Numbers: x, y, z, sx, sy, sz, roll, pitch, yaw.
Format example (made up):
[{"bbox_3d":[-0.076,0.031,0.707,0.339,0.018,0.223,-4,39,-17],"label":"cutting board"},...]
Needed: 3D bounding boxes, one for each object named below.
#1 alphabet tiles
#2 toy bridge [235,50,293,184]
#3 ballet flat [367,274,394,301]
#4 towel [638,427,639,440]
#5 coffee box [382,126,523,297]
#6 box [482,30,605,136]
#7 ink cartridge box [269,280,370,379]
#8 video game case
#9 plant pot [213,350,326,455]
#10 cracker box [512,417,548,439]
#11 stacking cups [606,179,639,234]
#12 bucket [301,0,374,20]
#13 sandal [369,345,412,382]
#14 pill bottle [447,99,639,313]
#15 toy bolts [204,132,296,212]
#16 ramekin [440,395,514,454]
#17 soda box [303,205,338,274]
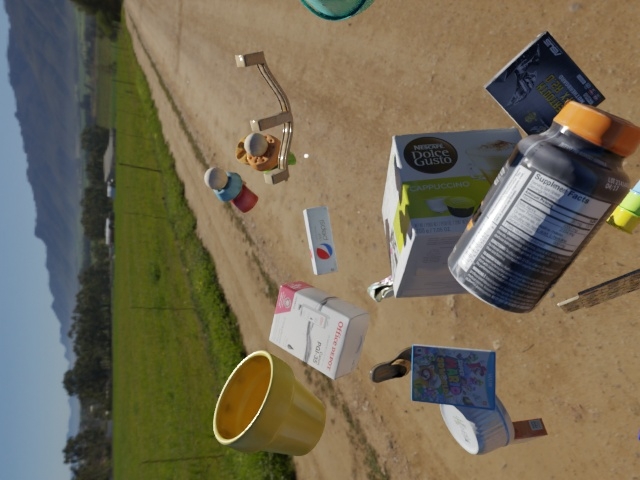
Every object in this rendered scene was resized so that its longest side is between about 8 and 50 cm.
[{"bbox_3d":[0.849,0.145,1.172,0.285,0.343,0.011,-30,60,25],"label":"alphabet tiles"},{"bbox_3d":[-0.070,-0.175,0.589,0.026,0.063,0.188,18,129,44],"label":"toy bridge"},{"bbox_3d":[0.247,0.196,1.570,0.221,0.077,0.079,-40,22,51],"label":"ballet flat"},{"bbox_3d":[0.816,0.334,0.807,0.228,0.308,0.076,22,139,40],"label":"towel"},{"bbox_3d":[0.369,-0.070,1.116,0.338,0.338,0.334,85,-179,-56],"label":"coffee box"},{"bbox_3d":[0.572,-0.384,1.045,0.183,0.231,0.056,-42,9,26],"label":"box"},{"bbox_3d":[-0.008,0.275,1.284,0.283,0.117,0.207,20,103,34],"label":"ink cartridge box"},{"bbox_3d":[0.276,0.284,0.845,0.015,0.167,0.119,16,-104,-74],"label":"video game case"},{"bbox_3d":[-0.123,0.471,1.117,0.254,0.239,0.254,-40,28,26],"label":"plant pot"},{"bbox_3d":[0.777,0.773,1.619,0.232,0.156,0.067,87,176,-56],"label":"cracker box"},{"bbox_3d":[1.078,-0.177,1.330,0.096,0.096,0.316,50,125,49],"label":"stacking cups"},{"bbox_3d":[0.037,-0.728,1.037,0.282,0.183,0.280,2,95,23],"label":"bucket"},{"bbox_3d":[0.284,0.463,1.476,0.060,0.220,0.089,-157,51,-72],"label":"sandal"},{"bbox_3d":[0.272,-0.039,0.496,0.130,0.131,0.245,56,133,45],"label":"pill bottle"},{"bbox_3d":[-0.222,-0.215,1.105,0.228,0.158,0.218,-50,59,4],"label":"toy bolts"},{"bbox_3d":[0.443,0.514,1.174,0.207,0.109,0.207,57,160,35],"label":"ramekin"},{"bbox_3d":[0.000,0.000,1.309,0.069,0.074,0.215,173,87,-81],"label":"soda box"}]
